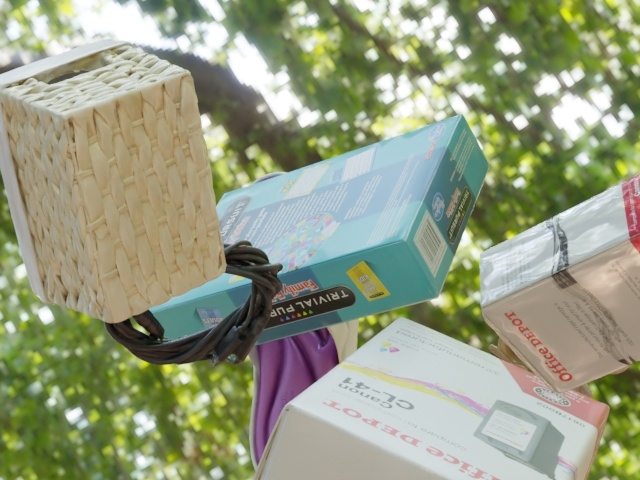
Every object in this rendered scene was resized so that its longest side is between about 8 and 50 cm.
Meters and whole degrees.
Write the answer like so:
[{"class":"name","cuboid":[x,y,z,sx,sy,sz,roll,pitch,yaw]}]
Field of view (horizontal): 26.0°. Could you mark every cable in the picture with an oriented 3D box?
[{"class":"cable","cuboid":[-0.116,0.051,1.268,0.150,0.047,0.184,15,-41,-15]}]

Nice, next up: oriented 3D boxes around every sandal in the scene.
[{"class":"sandal","cuboid":[-0.036,0.102,1.703,0.169,0.416,0.102,-14,-20,21]}]

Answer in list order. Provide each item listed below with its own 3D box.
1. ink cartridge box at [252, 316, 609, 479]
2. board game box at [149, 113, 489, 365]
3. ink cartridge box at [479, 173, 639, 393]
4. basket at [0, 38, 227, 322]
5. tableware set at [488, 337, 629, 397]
[{"class":"ink cartridge box","cuboid":[0.101,0.192,1.178,0.306,0.226,0.131,-25,-43,-68]},{"class":"board game box","cuboid":[0.000,0.000,1.535,0.336,0.079,0.254,-17,27,31]},{"class":"ink cartridge box","cuboid":[0.198,0.029,0.953,0.150,0.109,0.063,-27,36,26]},{"class":"basket","cuboid":[-0.143,-0.039,0.943,0.113,0.167,0.103,-25,28,-32]},{"class":"tableware set","cuboid":[0.289,0.127,1.644,0.169,0.141,0.020,-51,-10,26]}]
